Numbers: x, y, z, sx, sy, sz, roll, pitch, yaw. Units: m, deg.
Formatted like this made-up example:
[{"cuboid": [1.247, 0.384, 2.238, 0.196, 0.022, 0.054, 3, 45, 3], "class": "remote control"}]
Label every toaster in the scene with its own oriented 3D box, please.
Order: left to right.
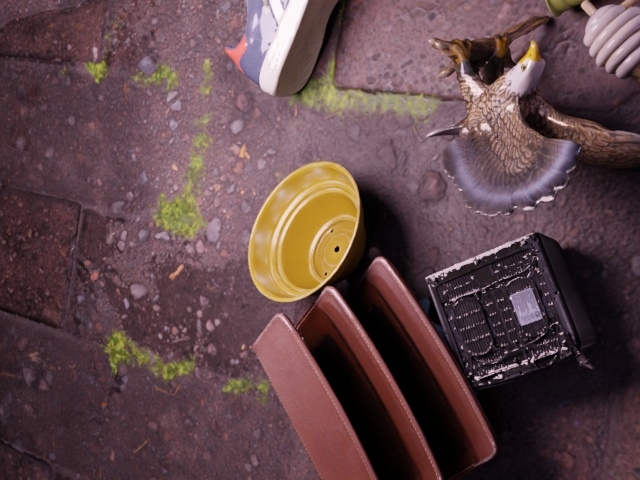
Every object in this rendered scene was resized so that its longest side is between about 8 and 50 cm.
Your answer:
[{"cuboid": [0.250, 0.098, 1.075, 0.168, 0.110, 0.186, -26, 75, 29], "class": "toaster"}]

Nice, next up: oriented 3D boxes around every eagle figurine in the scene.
[{"cuboid": [0.251, -0.142, 1.016, 0.226, 0.225, 0.298, -36, 63, 14], "class": "eagle figurine"}]

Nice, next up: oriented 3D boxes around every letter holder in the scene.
[{"cuboid": [0.068, 0.202, 1.111, 0.302, 0.152, 0.214, 60, 146, 18], "class": "letter holder"}]

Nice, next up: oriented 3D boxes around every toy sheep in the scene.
[{"cuboid": [0.373, -0.251, 1.030, 0.091, 0.091, 0.132, -47, 71, 21], "class": "toy sheep"}]

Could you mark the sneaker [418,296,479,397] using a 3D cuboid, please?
[{"cuboid": [0.171, 0.148, 1.151, 0.073, 0.063, 0.162, -40, 69, 21], "class": "sneaker"}]

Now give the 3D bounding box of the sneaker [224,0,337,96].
[{"cuboid": [-0.039, -0.401, 1.257, 0.148, 0.131, 0.350, 36, 106, 23], "class": "sneaker"}]

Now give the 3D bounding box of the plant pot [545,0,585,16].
[{"cuboid": [0.331, -0.334, 1.054, 0.079, 0.083, 0.083, -5, 85, 35], "class": "plant pot"}]

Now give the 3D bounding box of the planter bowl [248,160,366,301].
[{"cuboid": [0.000, 0.000, 1.227, 0.217, 0.090, 0.217, -22, 55, 35], "class": "planter bowl"}]
